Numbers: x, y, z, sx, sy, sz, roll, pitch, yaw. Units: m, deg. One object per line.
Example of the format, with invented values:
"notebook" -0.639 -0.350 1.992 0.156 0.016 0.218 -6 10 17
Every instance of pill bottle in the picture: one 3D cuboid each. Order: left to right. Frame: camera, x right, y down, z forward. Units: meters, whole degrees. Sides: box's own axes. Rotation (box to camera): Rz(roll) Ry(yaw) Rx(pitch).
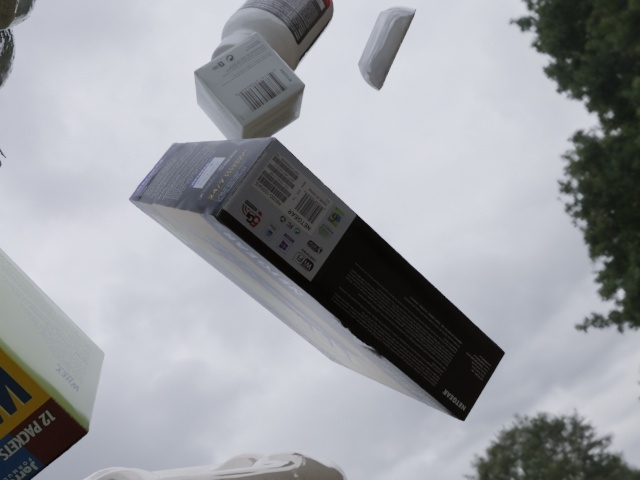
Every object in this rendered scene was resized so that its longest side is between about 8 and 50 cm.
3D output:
"pill bottle" -0.106 -0.445 1.615 0.176 0.176 0.318 101 -166 -48

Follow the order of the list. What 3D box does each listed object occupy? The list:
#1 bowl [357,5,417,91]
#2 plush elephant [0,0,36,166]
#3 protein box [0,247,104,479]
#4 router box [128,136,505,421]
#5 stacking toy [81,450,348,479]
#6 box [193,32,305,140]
"bowl" 0.104 -0.318 1.214 0.142 0.053 0.142 -69 3 -72
"plush elephant" -0.437 -0.260 0.779 0.272 0.330 0.255 -23 -18 -16
"protein box" -0.324 0.112 0.689 0.136 0.201 0.199 -40 -73 -2
"router box" -0.011 0.031 0.710 0.309 0.243 0.081 41 -104 -26
"stacking toy" -0.124 0.481 0.797 0.351 0.479 0.350 -5 -15 -1
"box" -0.090 -0.184 0.949 0.101 0.102 0.087 -37 -12 -17
